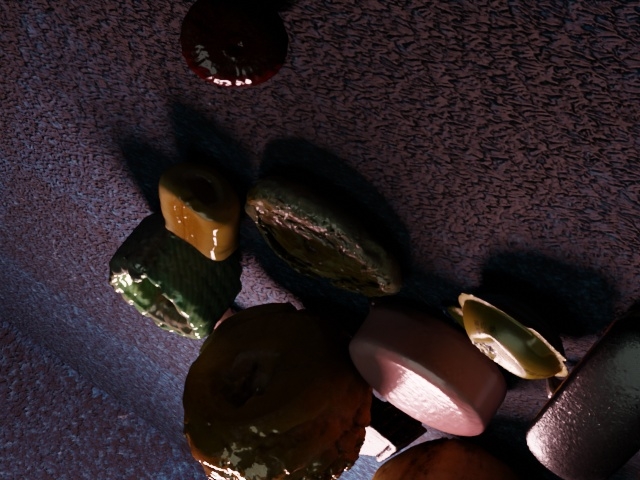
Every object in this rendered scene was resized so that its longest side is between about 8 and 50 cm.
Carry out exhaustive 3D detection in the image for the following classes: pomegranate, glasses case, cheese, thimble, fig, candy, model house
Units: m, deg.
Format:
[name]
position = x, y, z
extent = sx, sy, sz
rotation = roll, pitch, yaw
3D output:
[pomegranate]
position = 0.220, 0.486, 2.132
extent = 0.322, 0.322, 0.322
rotation = 30, 157, 14
[glasses case]
position = 0.360, 0.202, 1.539
extent = 0.122, 0.082, 0.321
rotation = 37, 140, 10
[cheese]
position = 0.237, 0.123, 1.650
extent = 0.177, 0.069, 0.270
rotation = 41, 168, -16
[thimble]
position = -0.241, 0.052, 2.079
extent = 0.219, 0.150, 0.219
rotation = 30, 158, 13
[fig]
position = -0.111, -0.221, 1.396
extent = 0.119, 0.119, 0.153
rotation = 45, 155, -23
[candy]
position = 0.154, 0.191, 1.867
extent = 0.255, 0.094, 0.255
rotation = 30, 159, 13
[model house]
position = 0.117, 0.315, 2.144
extent = 0.152, 0.165, 0.106
rotation = 0, 110, 46

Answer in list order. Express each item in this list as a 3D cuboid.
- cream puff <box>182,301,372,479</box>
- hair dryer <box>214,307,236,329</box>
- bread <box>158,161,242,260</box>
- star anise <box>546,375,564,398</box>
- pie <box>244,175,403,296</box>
[cream puff]
position = -0.066, 0.273, 2.027
extent = 0.343, 0.327, 0.231
rotation = 41, 166, 51
[hair dryer]
position = -0.103, 0.240, 2.342
extent = 0.352, 0.125, 0.210
rotation = 49, 157, -7
[bread]
position = -0.175, -0.051, 1.864
extent = 0.134, 0.085, 0.173
rotation = 36, 159, 8
[star anise]
position = 0.363, 0.321, 1.698
extent = 0.219, 0.227, 0.148
rotation = 28, 153, -12
[pie]
position = 0.000, 0.000, 1.764
extent = 0.274, 0.055, 0.274
rotation = 30, 163, 11
